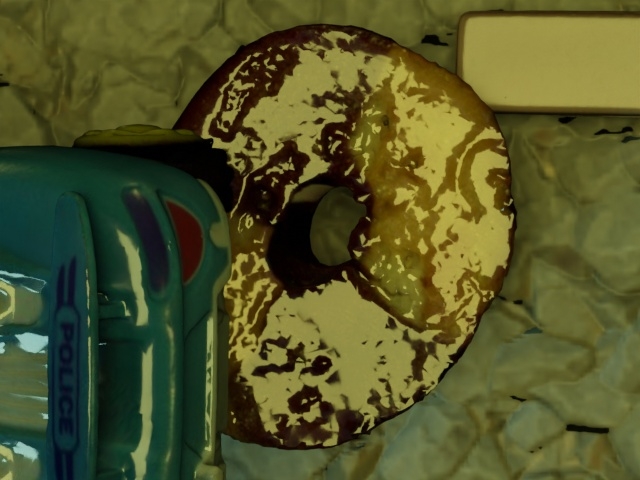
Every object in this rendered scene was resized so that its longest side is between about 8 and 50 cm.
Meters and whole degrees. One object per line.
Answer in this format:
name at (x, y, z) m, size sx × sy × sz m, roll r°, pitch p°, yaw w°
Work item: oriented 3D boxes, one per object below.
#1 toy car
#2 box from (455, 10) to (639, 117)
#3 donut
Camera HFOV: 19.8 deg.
toy car at (-0.167, 0.048, 0.745) m, size 0.314 × 0.166 × 0.198 m, roll 5°, pitch 94°, yaw 35°
box at (0.118, -0.079, 0.818) m, size 0.115 × 0.025 × 0.048 m, roll 1°, pitch 93°, yaw 7°
donut at (0.000, 0.000, 0.805) m, size 0.166 × 0.073 × 0.184 m, roll 21°, pitch 92°, yaw 9°
